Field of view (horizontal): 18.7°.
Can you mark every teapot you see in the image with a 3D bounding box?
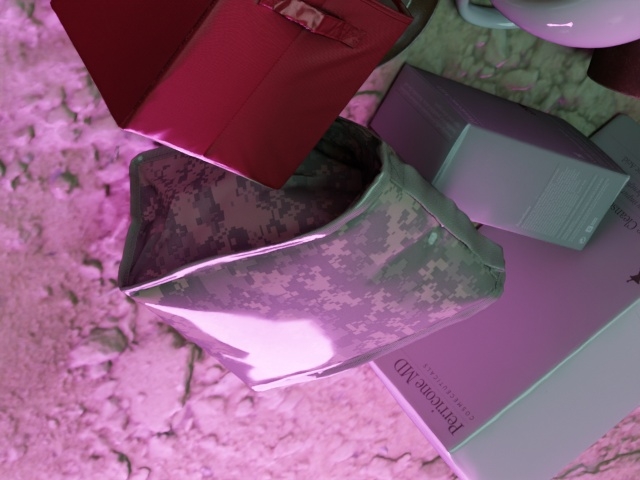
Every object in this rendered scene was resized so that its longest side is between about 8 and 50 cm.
[{"bbox_3d":[0.264,-0.274,1.754,0.187,0.256,0.252,24,98,-50],"label":"teapot"}]

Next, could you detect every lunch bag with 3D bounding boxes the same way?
[{"bbox_3d":[0.000,0.000,1.745,0.287,0.169,0.235,-15,145,27],"label":"lunch bag"}]

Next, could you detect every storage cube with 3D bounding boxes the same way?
[{"bbox_3d":[-0.076,-0.190,1.603,0.183,0.215,0.193,20,116,-42],"label":"storage cube"}]

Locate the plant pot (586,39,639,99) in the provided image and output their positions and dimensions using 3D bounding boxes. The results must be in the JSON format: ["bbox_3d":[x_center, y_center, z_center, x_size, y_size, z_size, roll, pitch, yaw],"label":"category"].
[{"bbox_3d":[0.387,-0.253,1.885,0.215,0.215,0.230,-1,110,-33],"label":"plant pot"}]

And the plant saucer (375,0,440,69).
[{"bbox_3d":[0.036,-0.230,1.771,0.168,0.029,0.168,-19,131,-22],"label":"plant saucer"}]

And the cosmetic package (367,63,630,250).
[{"bbox_3d":[0.171,-0.079,1.908,0.238,0.127,0.107,17,112,-43],"label":"cosmetic package"}]

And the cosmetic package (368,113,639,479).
[{"bbox_3d":[0.250,0.077,2.018,0.385,0.217,0.156,-39,136,-5],"label":"cosmetic package"}]
